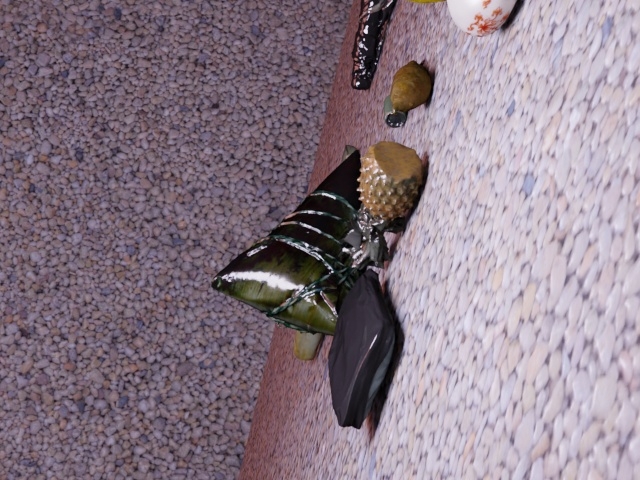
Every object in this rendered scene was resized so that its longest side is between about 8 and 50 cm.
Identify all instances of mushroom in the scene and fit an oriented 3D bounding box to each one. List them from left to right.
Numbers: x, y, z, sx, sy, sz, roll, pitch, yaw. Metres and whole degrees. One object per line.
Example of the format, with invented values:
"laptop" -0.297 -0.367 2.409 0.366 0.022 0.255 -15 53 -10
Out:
"mushroom" -0.003 0.129 2.435 0.107 0.087 0.333 -88 12 -60

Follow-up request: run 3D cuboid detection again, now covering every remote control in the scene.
"remote control" 0.054 -0.136 2.739 0.098 0.038 0.233 -89 14 -67

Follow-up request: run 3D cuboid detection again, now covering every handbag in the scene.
"handbag" 0.068 0.173 1.723 0.332 0.075 0.191 -92 19 -74

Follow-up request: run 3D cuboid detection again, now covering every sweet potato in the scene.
"sweet potato" 0.174 -0.296 1.926 0.269 0.075 0.074 -67 -5 -61

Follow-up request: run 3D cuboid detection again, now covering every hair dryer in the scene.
"hair dryer" 0.176 -0.301 2.084 0.150 0.047 0.071 -58 18 35

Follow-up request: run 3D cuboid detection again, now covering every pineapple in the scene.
"pineapple" 0.101 -0.049 1.800 0.125 0.125 0.251 -82 4 -48

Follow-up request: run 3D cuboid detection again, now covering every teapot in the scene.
"teapot" 0.236 -0.365 1.427 0.159 0.116 0.245 -65 11 -6

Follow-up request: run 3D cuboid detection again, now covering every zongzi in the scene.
"zongzi" 0.000 0.000 2.129 0.383 0.319 0.362 -43 -30 -69

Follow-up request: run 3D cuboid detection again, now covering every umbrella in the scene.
"umbrella" 0.146 -0.583 2.803 0.113 0.106 0.357 -61 -20 -76

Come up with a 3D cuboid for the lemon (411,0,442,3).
"lemon" 0.173 -0.500 1.671 0.288 0.234 0.233 -49 -26 -85
